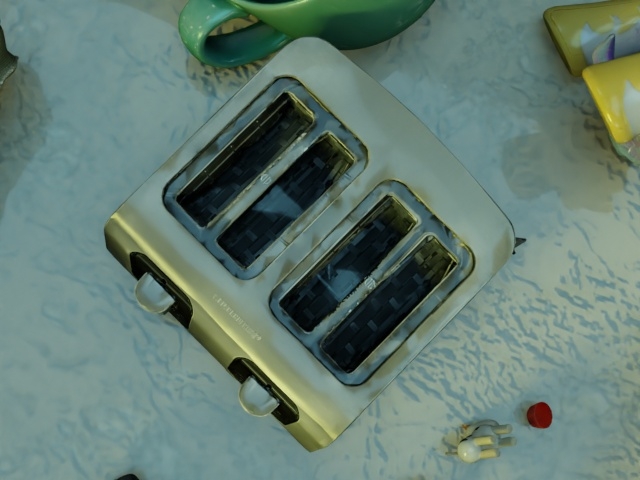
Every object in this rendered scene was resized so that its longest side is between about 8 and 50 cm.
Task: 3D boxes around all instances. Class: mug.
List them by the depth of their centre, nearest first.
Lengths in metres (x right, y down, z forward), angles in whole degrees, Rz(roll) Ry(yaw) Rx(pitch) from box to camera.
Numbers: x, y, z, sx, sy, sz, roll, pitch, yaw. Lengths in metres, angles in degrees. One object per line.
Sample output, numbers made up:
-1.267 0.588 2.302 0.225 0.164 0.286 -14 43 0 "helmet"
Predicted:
0.000 -0.168 0.704 0.157 0.097 0.130 -12 73 30 "mug"

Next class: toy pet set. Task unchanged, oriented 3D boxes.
0.090 0.167 0.709 0.114 0.065 0.122 -17 87 -40 "toy pet set"

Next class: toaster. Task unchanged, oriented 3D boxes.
0.000 0.000 0.685 0.185 0.110 0.168 -44 89 -7 "toaster"

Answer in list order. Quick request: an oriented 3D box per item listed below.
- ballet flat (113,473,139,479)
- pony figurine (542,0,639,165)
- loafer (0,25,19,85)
-0.049 0.199 0.682 0.203 0.074 0.074 40 83 4 "ballet flat"
0.294 -0.184 0.666 0.363 0.303 0.351 -25 77 9 "pony figurine"
-0.235 -0.011 0.692 0.087 0.094 0.251 34 92 -24 "loafer"
